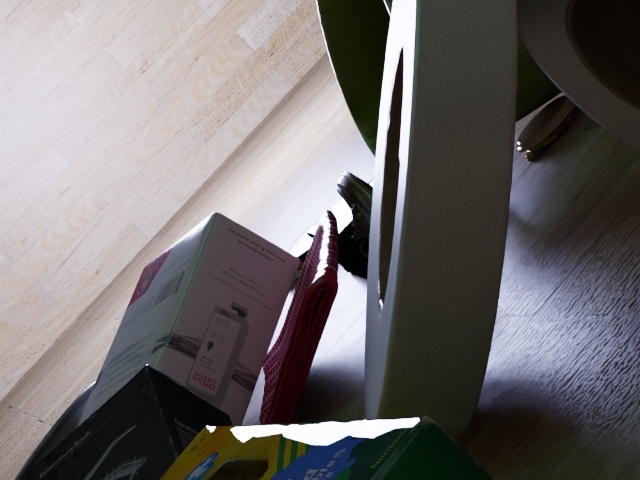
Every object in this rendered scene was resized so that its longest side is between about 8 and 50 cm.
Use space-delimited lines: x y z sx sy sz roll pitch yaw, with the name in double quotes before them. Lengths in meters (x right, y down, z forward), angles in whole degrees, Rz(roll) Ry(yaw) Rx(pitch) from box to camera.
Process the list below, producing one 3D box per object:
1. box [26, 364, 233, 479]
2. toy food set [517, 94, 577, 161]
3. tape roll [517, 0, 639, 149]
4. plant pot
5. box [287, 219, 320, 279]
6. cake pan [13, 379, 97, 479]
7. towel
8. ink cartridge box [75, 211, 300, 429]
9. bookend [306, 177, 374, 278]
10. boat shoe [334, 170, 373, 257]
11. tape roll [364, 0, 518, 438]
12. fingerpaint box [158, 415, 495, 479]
"box" -0.133 0.230 1.274 0.153 0.108 0.207 -42 39 14
"toy food set" 0.235 -0.119 1.637 0.082 0.020 0.083 -40 12 27
"tape roll" 0.276 -0.188 1.136 0.169 0.246 0.246 -50 11 -18
"plant pot" 0.179 -0.238 1.656 0.294 0.274 0.275 -19 6 -12
"box" 0.000 0.000 2.069 0.137 0.027 0.094 -35 14 46
"cake pan" -0.309 0.296 1.842 0.293 0.054 0.293 -57 -6 -9
"towel" -0.023 0.088 1.601 0.275 0.031 0.198 -88 18 -75
"ink cartridge box" -0.155 0.139 1.713 0.207 0.117 0.283 -33 32 55
"bookend" 0.075 -0.037 1.796 0.156 0.072 0.157 -47 11 -6
"boat shoe" 0.057 -0.013 1.647 0.060 0.064 0.178 -49 42 7
"tape roll" 0.084 -0.047 1.183 0.392 0.072 0.392 -175 90 -89
"fingerpaint box" -0.098 0.312 0.897 0.445 0.163 0.371 -49 11 -19
